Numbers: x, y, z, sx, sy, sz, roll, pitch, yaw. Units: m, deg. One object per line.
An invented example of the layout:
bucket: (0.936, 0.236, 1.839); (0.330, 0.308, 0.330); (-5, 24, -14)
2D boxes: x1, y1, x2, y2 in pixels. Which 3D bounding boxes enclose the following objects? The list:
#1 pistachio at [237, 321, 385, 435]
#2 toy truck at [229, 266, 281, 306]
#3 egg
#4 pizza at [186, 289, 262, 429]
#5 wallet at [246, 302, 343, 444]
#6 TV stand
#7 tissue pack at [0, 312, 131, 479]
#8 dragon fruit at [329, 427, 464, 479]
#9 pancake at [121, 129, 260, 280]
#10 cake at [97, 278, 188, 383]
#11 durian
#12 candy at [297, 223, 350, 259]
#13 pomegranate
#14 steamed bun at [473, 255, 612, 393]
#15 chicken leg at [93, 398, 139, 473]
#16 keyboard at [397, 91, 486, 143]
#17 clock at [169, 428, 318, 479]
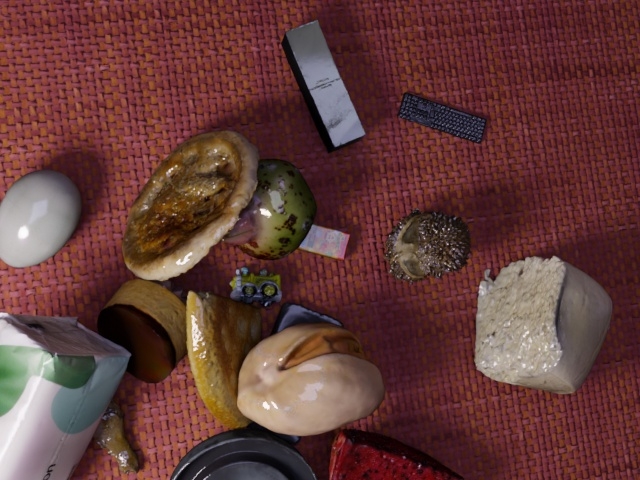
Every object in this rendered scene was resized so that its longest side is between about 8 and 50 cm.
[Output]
pistachio: (-0.020, 0.282, 1.627); (0.308, 0.229, 0.230); (-1, 85, -37)
toy truck: (-0.138, 0.095, 1.732); (0.111, 0.076, 0.077); (4, 67, -8)
egg: (-0.564, -0.042, 1.620); (0.151, 0.151, 0.209); (34, 86, -6)
pizza: (-0.199, 0.241, 1.607); (0.087, 0.268, 0.258); (-5, 75, 17)
wallet: (-0.064, 0.282, 1.749); (0.146, 0.030, 0.286); (23, 82, -6)
TV stand: (0.004, -0.332, 1.781); (0.082, 0.088, 0.270); (-24, 90, -11)
tissue pack: (-0.540, 0.323, 1.498); (0.193, 0.266, 0.357); (27, 91, 20)
dragon fruit: (0.109, 0.512, 1.706); (0.316, 0.152, 0.205); (26, 89, -24)
pancake: (-0.260, -0.075, 1.614); (0.356, 0.356, 0.065); (-55, 133, -10)
cake: (-0.325, 0.164, 1.645); (0.207, 0.185, 0.178); (34, 43, 15)
durian: (0.236, 0.016, 1.763); (0.196, 0.196, 0.167); (8, 94, -10)
candy: (0.000, 0.000, 1.778); (0.121, 0.038, 0.062); (15, 83, -9)
pomegranate: (-0.126, -0.049, 1.656); (0.214, 0.214, 0.248); (54, 42, -3)
steamed bun: (0.493, 0.187, 1.742); (0.273, 0.272, 0.291); (20, 86, -9)
chicken leg: (-0.424, 0.392, 1.656); (0.084, 0.069, 0.198); (-29, 98, -10)
keyboard: (0.279, -0.280, 1.865); (0.204, 0.013, 0.061); (17, 82, -9)
clock: (-0.157, 0.538, 1.650); (0.324, 0.067, 0.325); (-2, 102, -10)
